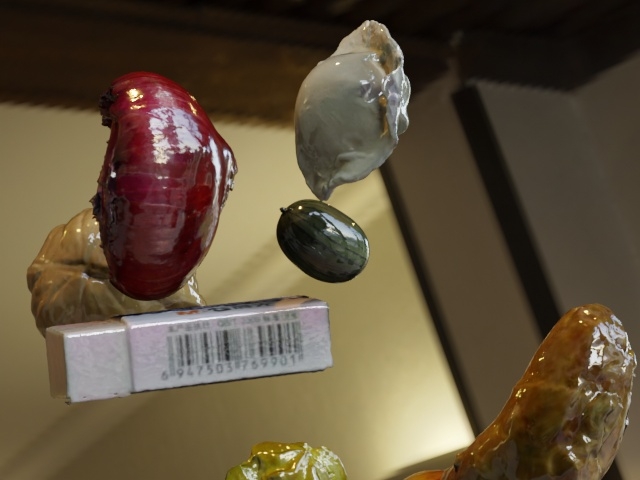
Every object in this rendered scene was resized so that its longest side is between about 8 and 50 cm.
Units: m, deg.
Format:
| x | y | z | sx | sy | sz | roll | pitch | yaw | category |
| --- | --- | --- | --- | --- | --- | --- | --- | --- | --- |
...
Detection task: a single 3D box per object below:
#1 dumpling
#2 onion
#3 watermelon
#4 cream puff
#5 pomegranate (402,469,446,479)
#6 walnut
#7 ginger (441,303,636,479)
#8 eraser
| x | y | z | sx | sy | sz | roll | pitch | yaw | category |
| --- | --- | --- | --- | --- | --- | --- | --- | --- | --- |
| 0.041 | -0.126 | 1.711 | 0.108 | 0.188 | 0.127 | 25 | -12 | -40 | dumpling |
| -0.178 | -0.060 | 1.893 | 0.161 | 0.248 | 0.248 | -3 | -21 | 9 | onion |
| 0.000 | 0.000 | 1.847 | 0.110 | 0.078 | 0.078 | 34 | -38 | -5 | watermelon |
| -0.046 | 0.345 | 2.257 | 0.194 | 0.195 | 0.221 | -29 | 0 | 24 | cream puff |
| 0.174 | 0.476 | 2.435 | 0.319 | 0.319 | 0.319 | -16 | -23 | -7 | pomegranate |
| -0.250 | 0.068 | 2.180 | 0.225 | 0.225 | 0.261 | -22 | -17 | 8 | walnut |
| 0.269 | 0.234 | 2.028 | 0.165 | 0.172 | 0.321 | 23 | -71 | -43 | ginger |
| -0.141 | 0.114 | 1.862 | 0.287 | 0.086 | 0.130 | -6 | 0 | -17 | eraser |
